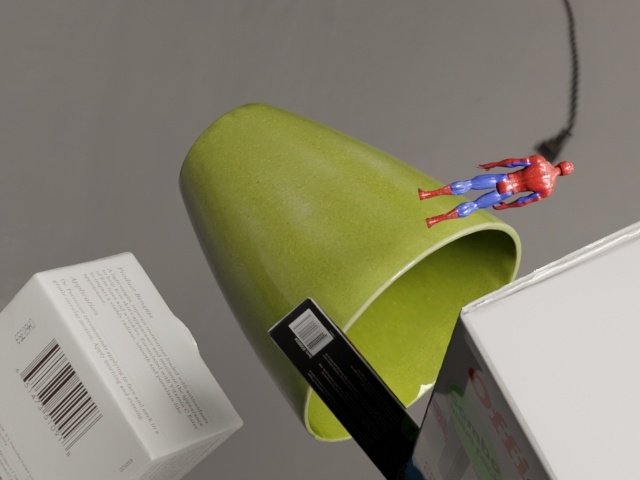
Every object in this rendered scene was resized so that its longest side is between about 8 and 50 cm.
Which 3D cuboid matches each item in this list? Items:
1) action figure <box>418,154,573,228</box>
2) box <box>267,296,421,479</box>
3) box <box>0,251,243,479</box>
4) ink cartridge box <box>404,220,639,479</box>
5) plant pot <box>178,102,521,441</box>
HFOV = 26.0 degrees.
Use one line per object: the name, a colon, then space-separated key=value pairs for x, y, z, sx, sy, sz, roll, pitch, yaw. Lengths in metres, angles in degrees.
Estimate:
action figure: x=0.132 y=-0.040 z=1.028 sx=0.115 sy=0.030 sz=0.038 roll=-15 pitch=94 yaw=7
box: x=0.054 y=0.133 z=0.866 sx=0.036 sy=0.114 sz=0.207 roll=-40 pitch=72 yaw=-1
box: x=-0.194 y=0.137 z=1.137 sx=0.182 sy=0.119 sz=0.181 roll=-44 pitch=72 yaw=31
ink cartridge box: x=0.178 y=0.120 z=0.653 sx=0.197 sy=0.270 sz=0.198 roll=-23 pitch=68 yaw=-12
plant pot: x=0.000 y=0.000 z=1.381 sx=0.293 sy=0.275 sz=0.275 roll=45 pitch=104 yaw=27
